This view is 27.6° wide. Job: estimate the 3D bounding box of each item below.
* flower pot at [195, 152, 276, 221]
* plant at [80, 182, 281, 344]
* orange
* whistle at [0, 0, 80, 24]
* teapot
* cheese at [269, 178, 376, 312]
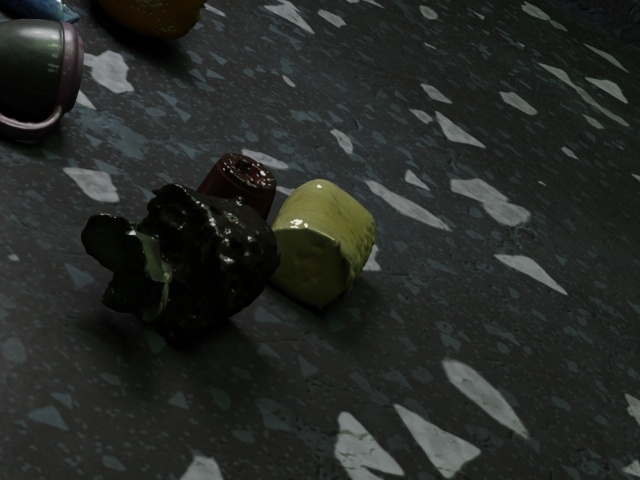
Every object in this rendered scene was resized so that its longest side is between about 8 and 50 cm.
[{"bbox_3d":[-0.098,-0.047,1.513,0.111,0.089,0.111,25,25,-13],"label":"flower pot"},{"bbox_3d":[-0.137,0.021,1.293,0.142,0.131,0.203,42,28,15],"label":"plant"},{"bbox_3d":[-0.254,-0.396,1.878,0.158,0.179,0.237,-11,46,-10],"label":"orange"},{"bbox_3d":[-0.460,-0.372,1.739,0.304,0.062,0.062,32,24,0],"label":"whistle"},{"bbox_3d":[-0.353,-0.186,1.494,0.146,0.148,0.116,7,-4,-22],"label":"teapot"},{"bbox_3d":[0.000,0.000,1.532,0.123,0.094,0.167,30,24,0],"label":"cheese"}]
